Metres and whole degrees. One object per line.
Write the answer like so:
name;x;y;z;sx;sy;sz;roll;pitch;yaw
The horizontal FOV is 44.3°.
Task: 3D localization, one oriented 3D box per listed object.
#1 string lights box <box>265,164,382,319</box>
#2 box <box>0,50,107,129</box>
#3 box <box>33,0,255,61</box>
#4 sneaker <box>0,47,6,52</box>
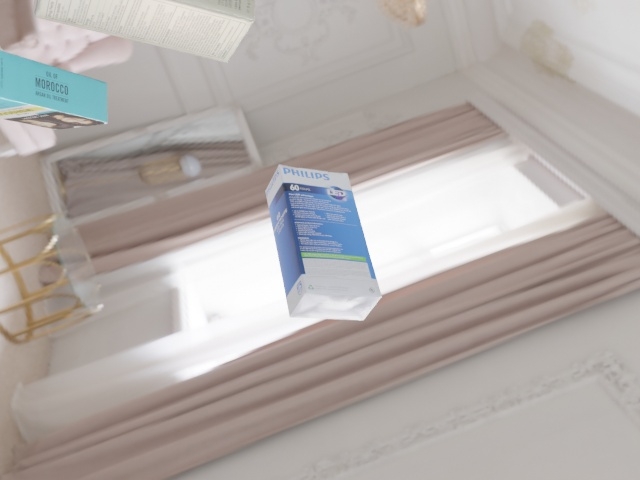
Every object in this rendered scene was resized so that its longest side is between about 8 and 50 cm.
string lights box;0.000;0.000;1.291;0.076;0.134;0.259;121;-35;-45
box;-0.392;-0.193;1.014;0.244;0.101;0.060;2;86;-66
box;-0.267;-0.390;1.212;0.148;0.311;0.121;-32;-127;59
sneaker;-0.542;-0.246;1.162;0.305;0.152;0.114;-118;-167;-57
